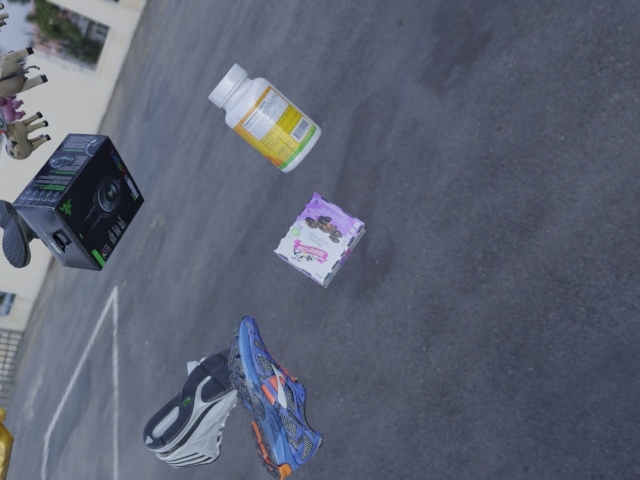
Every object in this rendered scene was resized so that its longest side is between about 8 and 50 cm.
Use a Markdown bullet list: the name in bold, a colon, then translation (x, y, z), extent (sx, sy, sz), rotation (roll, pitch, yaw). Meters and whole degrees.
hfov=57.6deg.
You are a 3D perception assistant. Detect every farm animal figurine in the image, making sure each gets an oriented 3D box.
- **farm animal figurine**: translation (-0.798, -0.365, 1.420), extent (0.326, 0.330, 0.172), rotation (-13, 23, 48)

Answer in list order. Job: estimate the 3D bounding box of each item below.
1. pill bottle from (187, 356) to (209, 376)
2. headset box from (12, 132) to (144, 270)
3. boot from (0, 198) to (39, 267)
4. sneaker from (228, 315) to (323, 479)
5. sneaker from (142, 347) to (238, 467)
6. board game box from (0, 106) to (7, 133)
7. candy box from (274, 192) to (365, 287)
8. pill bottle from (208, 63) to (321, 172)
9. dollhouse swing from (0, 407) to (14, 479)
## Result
- **pill bottle**: translation (-0.371, 0.477, 2.107), extent (0.119, 0.208, 0.119), rotation (175, 90, -76)
- **headset box**: translation (-0.620, -0.093, 1.516), extent (0.131, 0.246, 0.283), rotation (6, 50, 18)
- **boot**: translation (-0.831, -0.017, 1.684), extent (0.083, 0.161, 0.247), rotation (-43, 60, 17)
- **sneaker**: translation (-0.066, 0.207, 0.802), extent (0.221, 0.087, 0.083), rotation (68, 151, 16)
- **sneaker**: translation (-0.358, 0.562, 1.938), extent (0.447, 0.258, 0.169), rotation (-41, 48, -22)
- **board game box**: translation (-0.669, -0.185, 0.890), extent (0.305, 0.192, 0.053), rotation (-16, -87, -80)
- **candy box**: translation (0.000, 0.000, 1.560), extent (0.196, 0.164, 0.070), rotation (-55, -15, -8)
- **pill bottle**: translation (-0.130, -0.283, 1.335), extent (0.136, 0.245, 0.136), rotation (-45, 17, 18)
- **dollhouse swing**: translation (-0.763, 0.429, 0.969), extent (0.347, 0.315, 0.305), rotation (-63, -1, 30)
